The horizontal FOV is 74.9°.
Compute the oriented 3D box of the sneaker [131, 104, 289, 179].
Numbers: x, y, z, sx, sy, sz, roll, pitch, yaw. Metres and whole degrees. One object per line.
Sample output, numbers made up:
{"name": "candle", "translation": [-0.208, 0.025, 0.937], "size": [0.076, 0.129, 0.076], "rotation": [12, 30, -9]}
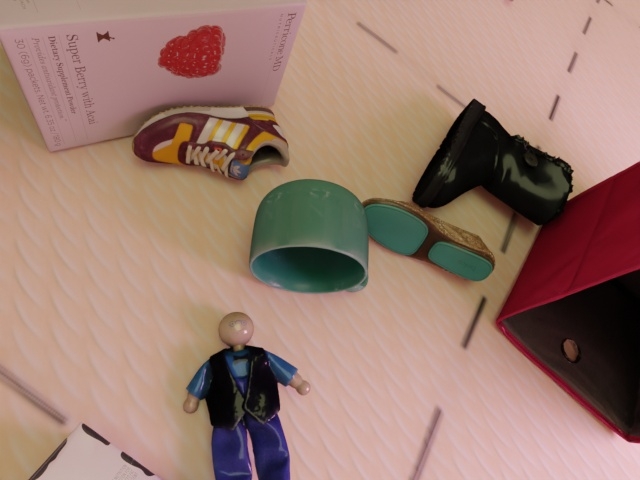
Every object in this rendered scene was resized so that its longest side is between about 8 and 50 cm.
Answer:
{"name": "sneaker", "translation": [-0.125, -0.112, 0.506], "size": [0.185, 0.070, 0.084], "rotation": [-17, 69, -25]}

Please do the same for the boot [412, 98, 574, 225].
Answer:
{"name": "boot", "translation": [0.271, -0.089, 0.629], "size": [0.207, 0.094, 0.247], "rotation": [36, 54, 1]}

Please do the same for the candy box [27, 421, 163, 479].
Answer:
{"name": "candy box", "translation": [-0.164, 0.268, 0.308], "size": [0.196, 0.070, 0.165], "rotation": [37, 47, -3]}

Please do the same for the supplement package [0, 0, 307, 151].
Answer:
{"name": "supplement package", "translation": [-0.196, -0.250, 0.477], "size": [0.292, 0.177, 0.176], "rotation": [-22, 76, -26]}

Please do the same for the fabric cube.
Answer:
{"name": "fabric cube", "translation": [0.440, 0.065, 0.535], "size": [0.254, 0.259, 0.258], "rotation": [41, 58, 1]}

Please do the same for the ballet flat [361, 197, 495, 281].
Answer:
{"name": "ballet flat", "translation": [0.142, -0.008, 0.574], "size": [0.206, 0.073, 0.067], "rotation": [28, 34, -10]}

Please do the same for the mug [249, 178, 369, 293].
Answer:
{"name": "mug", "translation": [-0.009, -0.002, 0.480], "size": [0.129, 0.158, 0.098], "rotation": [0, 63, 6]}

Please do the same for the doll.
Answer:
{"name": "doll", "translation": [-0.071, 0.164, 0.420], "size": [0.128, 0.046, 0.189], "rotation": [-9, 65, -14]}
